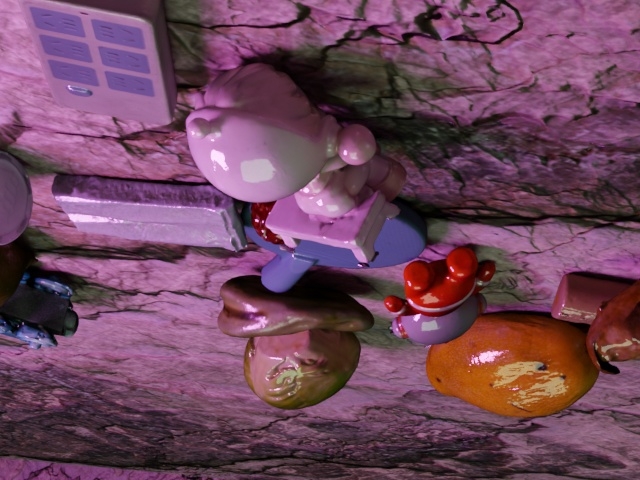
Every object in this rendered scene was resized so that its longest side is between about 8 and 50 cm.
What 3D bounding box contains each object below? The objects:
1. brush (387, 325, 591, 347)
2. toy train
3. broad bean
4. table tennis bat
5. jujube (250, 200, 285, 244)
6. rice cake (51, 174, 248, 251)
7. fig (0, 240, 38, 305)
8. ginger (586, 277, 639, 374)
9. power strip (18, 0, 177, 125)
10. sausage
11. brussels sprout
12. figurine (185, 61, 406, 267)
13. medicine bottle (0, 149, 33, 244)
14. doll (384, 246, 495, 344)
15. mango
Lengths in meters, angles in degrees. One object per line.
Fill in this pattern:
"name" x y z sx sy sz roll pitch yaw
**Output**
"brush" 0.250 0.130 2.194 0.314 0.017 0.090 -3 162 31
"toy train" -0.446 0.089 2.245 0.198 0.107 0.154 24 167 -39
"broad bean" -0.030 0.088 2.060 0.207 0.072 0.153 0 -165 -10
"table tennis bat" 0.000 0.000 1.866 0.215 0.044 0.329 14 159 -16
"jujube" -0.030 -0.040 1.683 0.077 0.077 0.129 17 153 -24
"rice cake" -0.196 -0.033 1.823 0.226 0.040 0.085 6 144 15
"fig" -0.436 0.047 2.085 0.133 0.126 0.185 -17 151 28
"ginger" 0.460 0.093 1.803 0.309 0.133 0.107 1 -171 11
"power strip" -0.194 -0.171 1.415 0.118 0.046 0.270 8 163 1
"sausage" 0.432 0.088 1.902 0.301 0.065 0.066 10 162 2
"brussels sprout" -0.031 0.168 2.230 0.162 0.143 0.181 1 159 32
"figurine" -0.041 -0.079 1.491 0.257 0.144 0.182 36 -178 -44
"medicine bottle" -0.534 -0.037 1.891 0.426 0.108 0.108 -4 158 35
"doll" 0.149 0.075 1.956 0.142 0.076 0.245 -17 160 -2
"mango" 0.249 0.172 2.123 0.262 0.109 0.157 -12 127 33
